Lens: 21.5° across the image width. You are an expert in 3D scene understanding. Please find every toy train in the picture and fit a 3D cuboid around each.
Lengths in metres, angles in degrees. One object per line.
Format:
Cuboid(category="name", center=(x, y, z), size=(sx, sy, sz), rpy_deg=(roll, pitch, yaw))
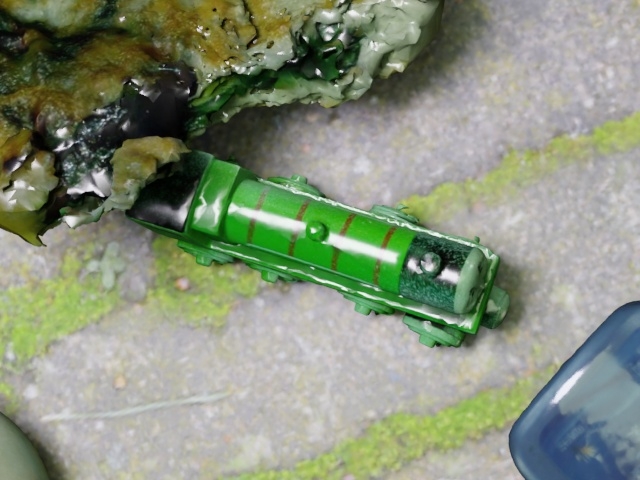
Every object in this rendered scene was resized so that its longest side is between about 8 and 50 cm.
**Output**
Cuboid(category="toy train", center=(0.000, 0.000, 1.091), size=(0.251, 0.119, 0.085), rpy_deg=(17, 84, 16))

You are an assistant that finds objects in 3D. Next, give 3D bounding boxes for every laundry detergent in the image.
Cuboid(category="laundry detergent", center=(0.260, 0.170, 1.016), size=(0.290, 0.094, 0.143), rpy_deg=(40, 88, 16))

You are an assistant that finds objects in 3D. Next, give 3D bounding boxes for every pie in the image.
Cuboid(category="pie", center=(-0.099, -0.147, 1.097), size=(0.371, 0.078, 0.296), rpy_deg=(-31, 48, -16))

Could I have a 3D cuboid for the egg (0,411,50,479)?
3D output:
Cuboid(category="egg", center=(-0.234, 0.174, 1.117), size=(0.114, 0.114, 0.152), rpy_deg=(-19, 76, 9))
